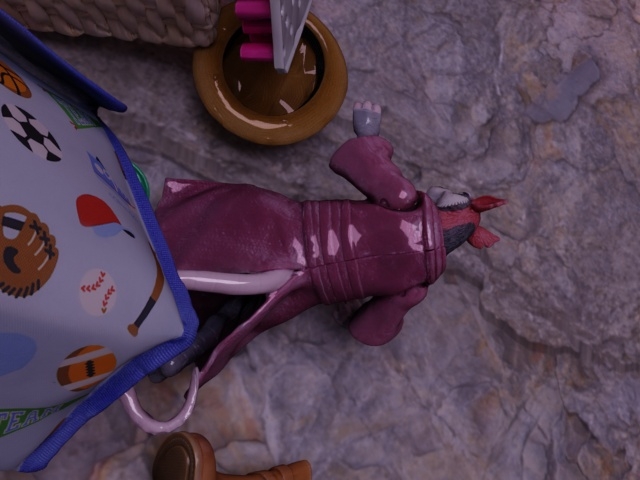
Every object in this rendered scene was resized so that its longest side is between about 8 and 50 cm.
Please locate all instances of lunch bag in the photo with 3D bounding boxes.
[{"bbox_3d":[-0.298,-0.068,0.469,0.239,0.328,0.386,-38,56,11],"label":"lunch bag"}]

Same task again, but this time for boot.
[{"bbox_3d":[-0.073,0.232,0.624,0.152,0.197,0.073,-10,38,-30],"label":"boot"}]

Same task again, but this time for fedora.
[{"bbox_3d":[-0.063,-0.192,0.803,0.194,0.079,0.194,5,75,-18],"label":"fedora"}]

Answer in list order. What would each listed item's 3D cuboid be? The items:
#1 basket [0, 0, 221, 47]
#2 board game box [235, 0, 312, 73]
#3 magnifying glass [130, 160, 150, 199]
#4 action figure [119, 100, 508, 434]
[{"bbox_3d":[-0.251,-0.379,0.629,0.328,0.331,0.267,3,77,-3],"label":"basket"},{"bbox_3d":[-0.037,-0.433,0.677,0.050,0.390,0.390,4,43,6],"label":"board game box"},{"bbox_3d":[-0.295,-0.047,0.700,0.230,0.026,0.092,-2,74,-24],"label":"magnifying glass"},{"bbox_3d":[0.000,0.000,0.648,0.370,0.276,0.248,-12,99,4],"label":"action figure"}]
